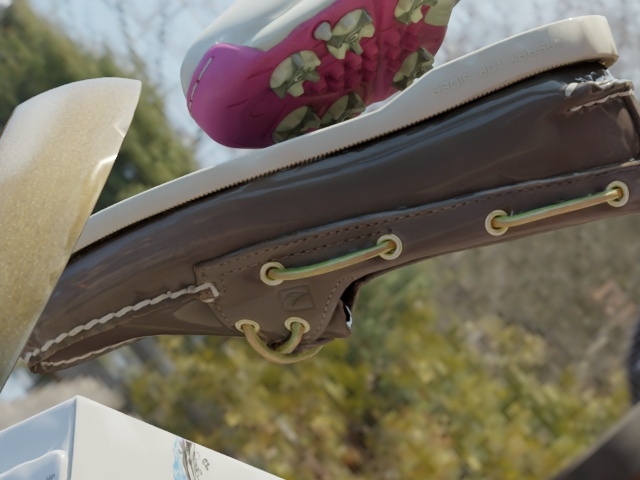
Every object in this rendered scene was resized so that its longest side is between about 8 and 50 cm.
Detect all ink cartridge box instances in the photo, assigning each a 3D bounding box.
[{"bbox_3d":[-0.136,0.237,1.333,0.232,0.168,0.171,27,-40,-37],"label":"ink cartridge box"}]

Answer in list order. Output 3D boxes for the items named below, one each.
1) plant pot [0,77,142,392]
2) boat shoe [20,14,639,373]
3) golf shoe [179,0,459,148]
[{"bbox_3d":[-0.124,0.048,0.605,0.236,0.032,0.236,-58,10,16],"label":"plant pot"},{"bbox_3d":[0.000,0.000,0.930,0.324,0.097,0.116,-23,-5,4],"label":"boat shoe"},{"bbox_3d":[0.026,-0.157,1.004,0.306,0.140,0.115,-38,-21,-31],"label":"golf shoe"}]
